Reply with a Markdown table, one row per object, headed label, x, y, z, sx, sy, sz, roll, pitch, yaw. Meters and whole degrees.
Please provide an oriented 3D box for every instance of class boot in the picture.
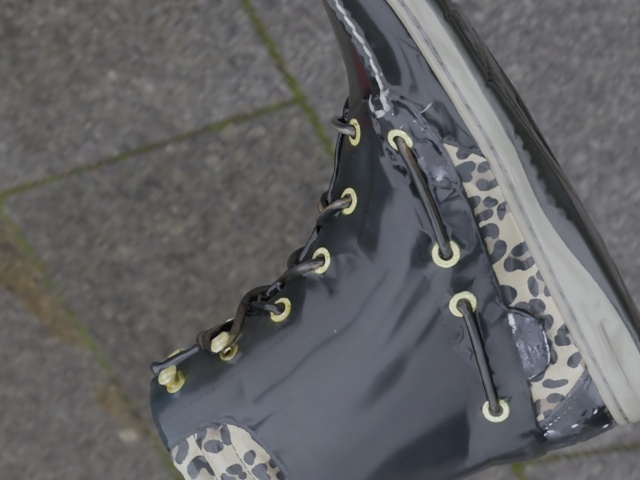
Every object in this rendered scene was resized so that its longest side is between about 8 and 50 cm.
| label | x | y | z | sx | sy | sz | roll | pitch | yaw |
| --- | --- | --- | --- | --- | --- | --- | --- | --- | --- |
| boot | 0.000 | 0.001 | 0.701 | 0.178 | 0.085 | 0.236 | -31 | 96 | 11 |
